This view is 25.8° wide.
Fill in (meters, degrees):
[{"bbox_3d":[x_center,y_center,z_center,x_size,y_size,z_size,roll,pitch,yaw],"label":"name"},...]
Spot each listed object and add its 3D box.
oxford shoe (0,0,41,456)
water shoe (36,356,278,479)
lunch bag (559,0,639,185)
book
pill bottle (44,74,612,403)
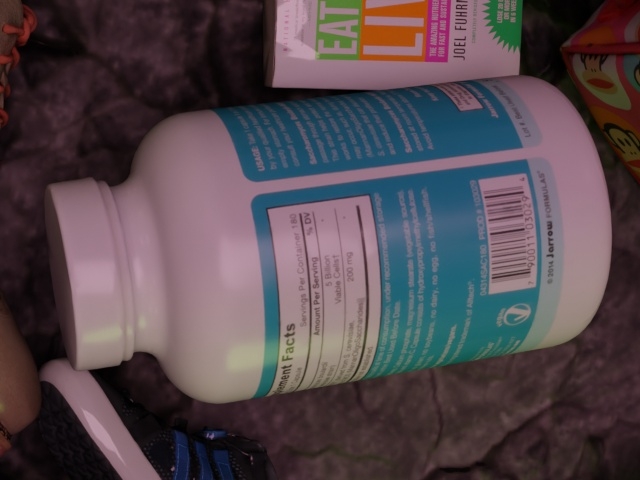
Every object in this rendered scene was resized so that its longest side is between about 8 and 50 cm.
[{"bbox_3d":[-0.185,-0.067,0.658,0.130,0.123,0.348,-22,102,-19],"label":"oxford shoe"},{"bbox_3d":[-0.071,0.127,0.744,0.080,0.073,0.203,-47,112,-30],"label":"water shoe"},{"bbox_3d":[0.240,-0.060,0.698,0.120,0.293,0.258,-44,106,-4],"label":"lunch bag"},{"bbox_3d":[0.041,-0.130,0.768,0.144,0.035,0.096,-1,99,-18],"label":"book"},{"bbox_3d":[0.000,0.000,0.705,0.264,0.146,0.146,-7,97,-16],"label":"pill bottle"}]
